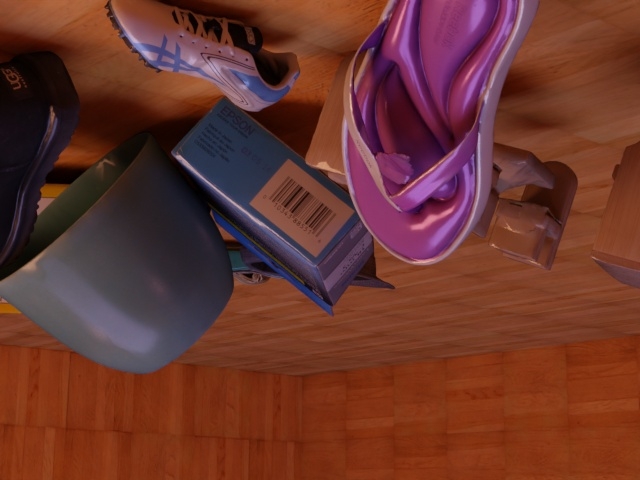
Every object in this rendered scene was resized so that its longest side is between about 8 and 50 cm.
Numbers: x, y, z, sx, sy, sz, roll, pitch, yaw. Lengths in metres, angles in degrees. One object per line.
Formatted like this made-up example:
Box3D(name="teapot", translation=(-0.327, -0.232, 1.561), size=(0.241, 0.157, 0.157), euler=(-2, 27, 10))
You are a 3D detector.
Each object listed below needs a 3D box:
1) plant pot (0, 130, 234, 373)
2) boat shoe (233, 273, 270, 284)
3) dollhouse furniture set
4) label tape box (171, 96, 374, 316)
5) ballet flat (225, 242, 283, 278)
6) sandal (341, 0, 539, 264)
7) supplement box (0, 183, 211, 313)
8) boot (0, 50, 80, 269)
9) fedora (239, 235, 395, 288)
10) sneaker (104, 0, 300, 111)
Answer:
Box3D(name="plant pot", translation=(-0.258, 0.037, 1.548), size=(0.235, 0.293, 0.293), euler=(48, 147, -17))
Box3D(name="boat shoe", translation=(-0.150, 0.055, 2.322), size=(0.048, 0.056, 0.153), euler=(-6, 159, 44))
Box3D(name="dollhouse furniture set", translation=(0.253, -0.119, 1.360), size=(0.394, 0.256, 0.362), euler=(18, 176, 29))
Box3D(name="label tape box", translation=(-0.051, -0.036, 1.559), size=(0.240, 0.106, 0.334), euler=(39, 172, 12))
Box3D(name="ballet flat", translation=(-0.118, 0.032, 2.232), size=(0.213, 0.072, 0.068), euler=(3, -166, -9))
Box3D(name="sandal", translation=(0.085, -0.122, 1.085), size=(0.169, 0.102, 0.416), euler=(30, 139, 20))
Box3D(name="supplement box", translation=(-0.350, 0.014, 1.772), size=(0.356, 0.194, 0.195), euler=(2, 180, -5))
Box3D(name="boot", translation=(-0.520, -0.044, 1.244), size=(0.445, 0.146, 0.367), euler=(-20, 154, -43))
Box3D(name="fedora", translation=(0.000, 0.000, 1.916), size=(0.275, 0.124, 0.243), euler=(2, 169, 46))
Box3D(name="sneaker", translation=(-0.118, -0.205, 1.184), size=(0.086, 0.085, 0.237), euler=(-38, 144, 27))
